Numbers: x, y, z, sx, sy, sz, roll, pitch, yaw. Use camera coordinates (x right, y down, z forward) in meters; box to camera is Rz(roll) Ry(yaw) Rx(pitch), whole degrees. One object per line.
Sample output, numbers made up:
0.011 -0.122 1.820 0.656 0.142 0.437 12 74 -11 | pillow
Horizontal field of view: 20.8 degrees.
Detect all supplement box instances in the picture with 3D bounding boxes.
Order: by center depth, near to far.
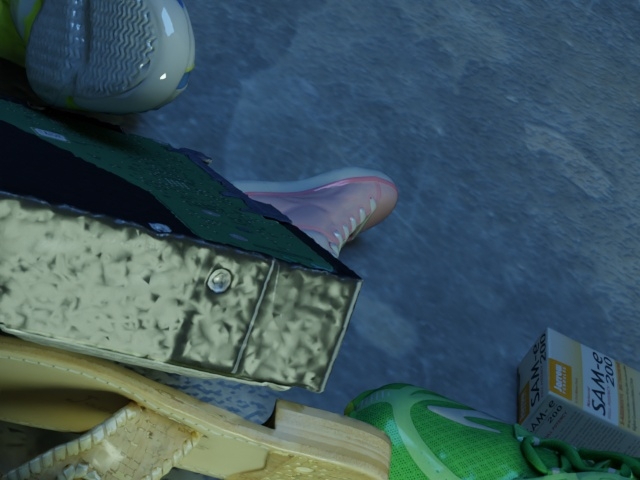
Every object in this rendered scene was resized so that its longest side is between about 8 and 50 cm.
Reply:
0.162 0.099 0.991 0.098 0.036 0.062 25 34 -12 | supplement box

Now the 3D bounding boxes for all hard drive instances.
-0.177 -0.027 0.762 0.339 0.064 0.237 14 12 -27 | hard drive

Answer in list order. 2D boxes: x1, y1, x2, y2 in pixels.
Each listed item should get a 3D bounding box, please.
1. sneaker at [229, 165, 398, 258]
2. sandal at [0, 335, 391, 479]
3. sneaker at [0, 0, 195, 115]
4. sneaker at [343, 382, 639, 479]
0.000 0.000 0.970 0.134 0.051 0.070 -6 52 -40 | sneaker
-0.086 0.102 0.740 0.240 0.088 0.079 13 64 -14 | sandal
-0.106 -0.112 0.933 0.126 0.091 0.240 19 8 -39 | sneaker
0.146 0.134 0.854 0.295 0.123 0.109 26 35 -11 | sneaker
